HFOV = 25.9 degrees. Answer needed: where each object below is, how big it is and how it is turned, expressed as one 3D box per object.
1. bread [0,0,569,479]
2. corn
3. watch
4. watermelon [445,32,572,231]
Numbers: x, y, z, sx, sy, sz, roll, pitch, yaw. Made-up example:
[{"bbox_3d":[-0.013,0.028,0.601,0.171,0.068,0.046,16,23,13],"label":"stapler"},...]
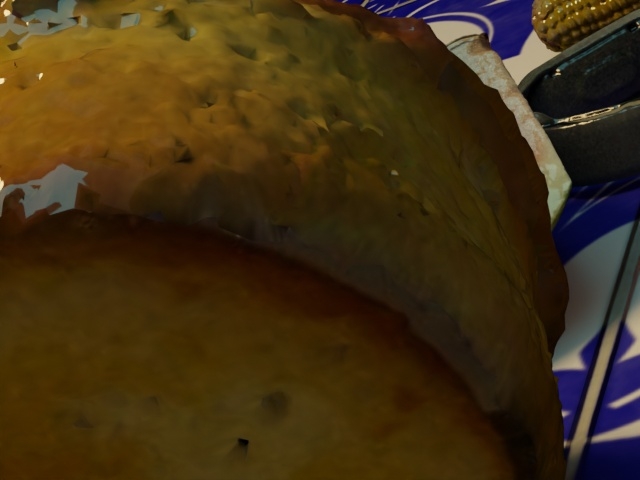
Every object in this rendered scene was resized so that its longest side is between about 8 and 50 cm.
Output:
[{"bbox_3d":[-0.073,0.068,0.614,0.398,0.398,0.215,-25,33,10],"label":"bread"},{"bbox_3d":[0.328,-0.243,1.176,0.319,0.097,0.097,-21,22,25],"label":"corn"},{"bbox_3d":[0.230,-0.106,1.015,0.206,0.068,0.193,-27,20,-2],"label":"watch"},{"bbox_3d":[0.000,0.000,0.894,0.305,0.180,0.224,-23,11,-1],"label":"watermelon"}]
